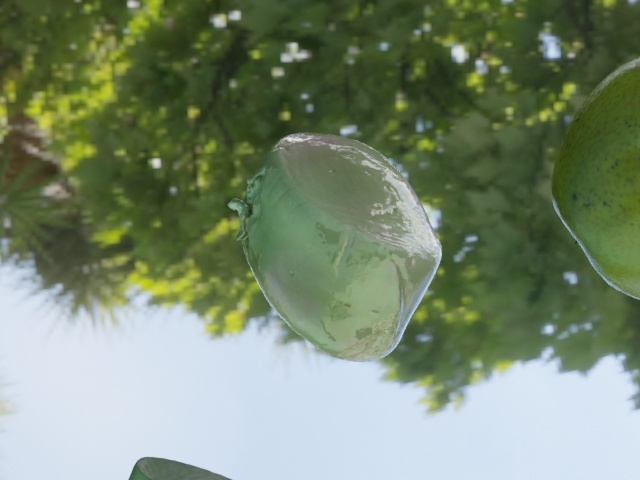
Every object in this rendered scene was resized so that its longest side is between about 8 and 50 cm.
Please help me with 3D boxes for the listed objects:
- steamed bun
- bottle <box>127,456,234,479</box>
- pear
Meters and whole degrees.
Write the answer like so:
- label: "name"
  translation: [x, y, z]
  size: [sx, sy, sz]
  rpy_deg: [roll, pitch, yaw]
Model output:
- label: "steamed bun"
  translation: [0.000, 0.000, 1.487]
  size: [0.170, 0.152, 0.239]
  rpy_deg: [-67, -148, 26]
- label: "bottle"
  translation: [-0.087, 0.202, 0.684]
  size: [0.072, 0.072, 0.201]
  rpy_deg: [25, -85, 41]
- label: "pear"
  translation: [0.273, -0.045, 1.128]
  size: [0.198, 0.198, 0.198]
  rpy_deg: [7, -79, 44]
